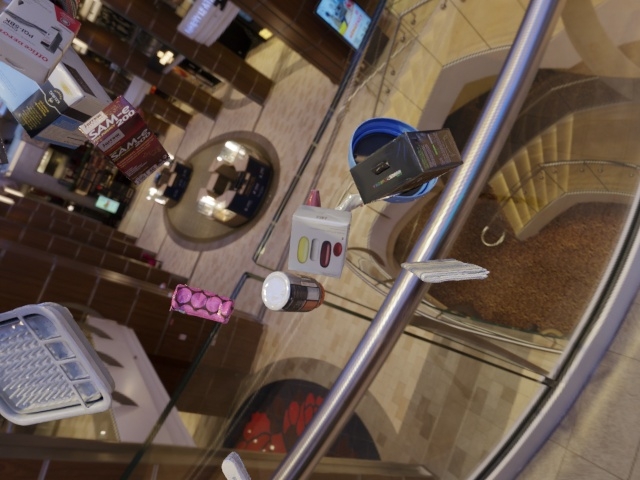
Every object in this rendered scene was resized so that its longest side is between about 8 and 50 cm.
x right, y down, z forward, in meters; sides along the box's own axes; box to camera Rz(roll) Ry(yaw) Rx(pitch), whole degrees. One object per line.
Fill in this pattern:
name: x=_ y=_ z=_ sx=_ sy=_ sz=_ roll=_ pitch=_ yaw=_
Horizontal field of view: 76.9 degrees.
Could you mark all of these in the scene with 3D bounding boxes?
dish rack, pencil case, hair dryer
dish rack: x=-0.632 y=0.272 z=0.903 sx=0.332 sy=0.286 sz=0.072 roll=-16 pitch=21 yaw=16
pencil case: x=-0.405 y=0.225 z=1.391 sx=0.098 sy=0.209 sz=0.095 roll=-89 pitch=17 yaw=-56
hair dryer: x=-0.072 y=-0.123 z=1.900 sx=0.294 sy=0.080 sz=0.224 roll=-58 pitch=44 yaw=41

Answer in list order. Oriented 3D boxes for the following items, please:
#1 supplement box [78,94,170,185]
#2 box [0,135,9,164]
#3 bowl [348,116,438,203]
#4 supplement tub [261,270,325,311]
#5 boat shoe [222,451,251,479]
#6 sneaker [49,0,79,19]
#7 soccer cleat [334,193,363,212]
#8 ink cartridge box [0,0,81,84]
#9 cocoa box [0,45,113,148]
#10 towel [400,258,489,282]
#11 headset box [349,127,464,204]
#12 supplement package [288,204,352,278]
supplement box: x=-0.497 y=-0.249 z=1.049 sx=0.130 sy=0.073 sz=0.239 roll=-45 pitch=-10 yaw=-12
box: x=-0.942 y=-0.353 z=1.129 sx=0.159 sy=0.044 sz=0.233 roll=49 pitch=140 yaw=30
bowl: x=0.294 y=-0.326 z=1.651 sx=0.077 sy=0.390 sz=0.392 roll=124 pitch=155 yaw=-60
supplement tub: x=-0.126 y=0.263 z=2.021 sx=0.193 sy=0.315 sz=0.194 roll=-8 pitch=75 yaw=33
boat shoe: x=-0.243 y=0.745 z=1.246 sx=0.066 sy=0.184 sz=0.063 roll=-32 pitch=0 yaw=15
sneaker: x=-0.693 y=-0.648 z=0.948 sx=0.120 sy=0.299 sz=0.112 roll=-12 pitch=67 yaw=12
soccer cleat: x=0.122 y=-0.161 z=1.783 sx=0.196 sy=0.068 sz=0.076 roll=-26 pitch=88 yaw=14
ink cartridge box: x=-0.517 y=-0.370 z=0.728 sx=0.056 sy=0.099 sz=0.136 roll=-20 pitch=51 yaw=41
cocoa box: x=-0.912 y=-0.523 z=1.348 sx=0.227 sy=0.347 sz=0.231 roll=-36 pitch=2 yaw=4
towel: x=0.396 y=0.097 z=1.331 sx=0.285 sy=0.208 sz=0.034 roll=-120 pitch=27 yaw=-85
headset box: x=0.268 y=-0.235 z=1.286 sx=0.246 sy=0.282 sz=0.132 roll=-28 pitch=84 yaw=47
supplement package: x=0.000 y=0.000 z=1.424 sx=0.149 sy=0.193 sz=0.204 roll=-65 pitch=-18 yaw=-68
